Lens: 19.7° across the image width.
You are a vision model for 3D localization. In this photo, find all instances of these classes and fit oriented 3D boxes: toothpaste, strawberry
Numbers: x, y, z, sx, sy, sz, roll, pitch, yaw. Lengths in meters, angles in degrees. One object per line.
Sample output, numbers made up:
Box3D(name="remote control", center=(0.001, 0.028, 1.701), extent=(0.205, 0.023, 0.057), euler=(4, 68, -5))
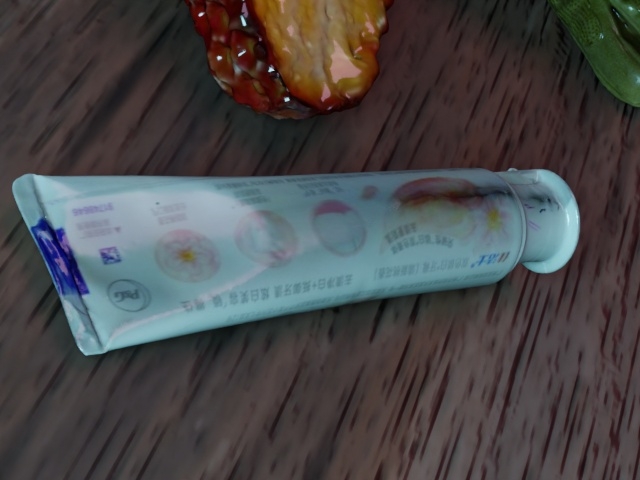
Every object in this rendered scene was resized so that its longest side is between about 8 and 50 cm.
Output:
Box3D(name="toothpaste", center=(0.000, 0.000, 0.938), extent=(0.323, 0.066, 0.100), euler=(-4, 59, -39))
Box3D(name="strawberry", center=(-0.045, -0.169, 1.058), extent=(0.190, 0.111, 0.236), euler=(15, 64, -45))

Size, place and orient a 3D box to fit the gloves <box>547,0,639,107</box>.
Box3D(name="gloves", center=(0.182, -0.203, 1.244), extent=(0.331, 0.154, 0.141), euler=(22, 40, -11))
